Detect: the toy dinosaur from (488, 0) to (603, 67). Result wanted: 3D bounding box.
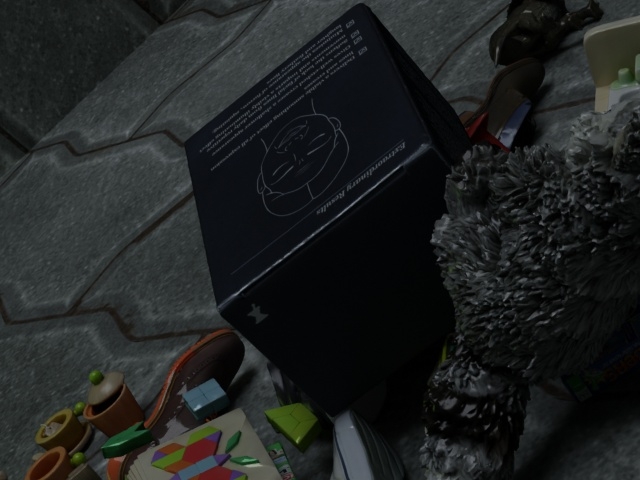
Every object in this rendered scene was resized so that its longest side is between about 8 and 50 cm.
[{"bbox_3d":[0.321,-0.320,2.368,0.160,0.121,0.314,-31,25,46],"label":"toy dinosaur"}]

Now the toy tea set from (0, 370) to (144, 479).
[{"bbox_3d":[-0.410,0.298,2.200,0.336,0.124,0.200,-45,24,-18],"label":"toy tea set"}]

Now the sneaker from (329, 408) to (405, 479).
[{"bbox_3d":[0.034,0.265,1.652,0.091,0.094,0.258,-42,17,12],"label":"sneaker"}]

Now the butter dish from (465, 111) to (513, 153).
[{"bbox_3d":[0.206,-0.057,2.002,0.160,0.118,0.160,-56,-12,-17],"label":"butter dish"}]

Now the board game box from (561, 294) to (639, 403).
[{"bbox_3d":[0.306,0.079,1.681,0.136,0.035,0.201,-33,23,13],"label":"board game box"}]

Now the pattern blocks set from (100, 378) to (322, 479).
[{"bbox_3d":[-0.130,0.264,1.751,0.285,0.026,0.325,-32,32,-23],"label":"pattern blocks set"}]

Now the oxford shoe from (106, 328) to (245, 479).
[{"bbox_3d":[-0.162,0.231,2.038,0.098,0.097,0.271,11,53,36],"label":"oxford shoe"}]

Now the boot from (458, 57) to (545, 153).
[{"bbox_3d":[0.278,-0.176,2.199,0.106,0.082,0.219,20,53,39],"label":"boot"}]

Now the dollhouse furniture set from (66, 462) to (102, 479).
[{"bbox_3d":[-0.218,0.310,1.845,0.182,0.161,0.101,-42,23,-9],"label":"dollhouse furniture set"}]

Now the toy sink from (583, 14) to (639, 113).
[{"bbox_3d":[0.374,-0.109,1.644,0.152,0.234,0.131,-11,29,19],"label":"toy sink"}]

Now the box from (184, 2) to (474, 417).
[{"bbox_3d":[0.031,-0.047,1.818,0.293,0.212,0.395,-37,30,12],"label":"box"}]

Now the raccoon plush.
[{"bbox_3d":[0.266,0.066,1.472,0.299,0.216,0.447,-7,78,63],"label":"raccoon plush"}]

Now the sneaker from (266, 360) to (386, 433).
[{"bbox_3d":[0.023,0.129,1.912,0.153,0.101,0.269,-15,33,37],"label":"sneaker"}]

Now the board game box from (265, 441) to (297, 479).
[{"bbox_3d":[-0.159,0.348,1.710,0.317,0.046,0.213,-23,25,-5],"label":"board game box"}]

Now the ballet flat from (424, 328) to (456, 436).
[{"bbox_3d":[0.149,0.165,1.708,0.077,0.077,0.231,-44,19,31],"label":"ballet flat"}]
